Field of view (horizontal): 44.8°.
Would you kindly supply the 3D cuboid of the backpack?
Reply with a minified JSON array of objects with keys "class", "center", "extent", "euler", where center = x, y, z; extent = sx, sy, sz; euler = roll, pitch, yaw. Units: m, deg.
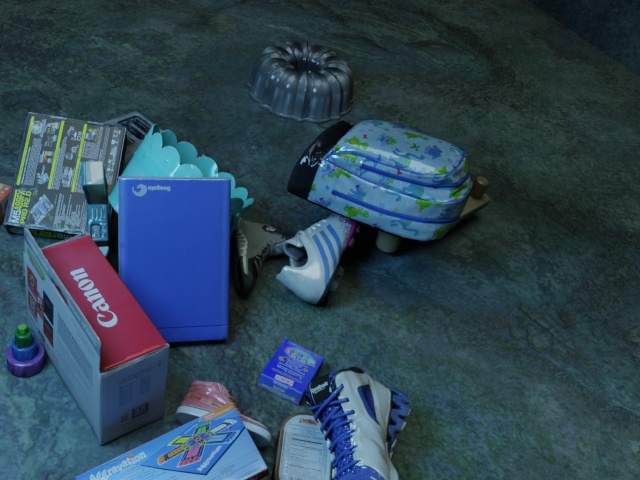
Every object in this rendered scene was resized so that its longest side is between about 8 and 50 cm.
[{"class":"backpack","center":[0.155,-0.137,1.724],"extent":[0.355,0.273,0.290],"euler":[36,30,6]}]

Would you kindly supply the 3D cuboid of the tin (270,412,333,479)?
[{"class":"tin","center":[-0.027,0.386,1.368],"extent":[0.106,0.040,0.190],"euler":[14,39,-7]}]

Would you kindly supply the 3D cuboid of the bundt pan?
[{"class":"bundt pan","center":[-0.051,-0.491,2.314],"extent":[0.331,0.124,0.331],"euler":[8,40,-6]}]

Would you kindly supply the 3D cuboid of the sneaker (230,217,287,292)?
[{"class":"sneaker","center":[-0.127,0.028,1.718],"extent":[0.132,0.086,0.229],"euler":[5,40,-15]}]

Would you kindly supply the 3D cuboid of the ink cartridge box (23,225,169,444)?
[{"class":"ink cartridge box","center":[-0.394,0.144,1.354],"extent":[0.130,0.272,0.309],"euler":[-21,53,-33]}]

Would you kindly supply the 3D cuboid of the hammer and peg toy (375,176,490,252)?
[{"class":"hammer and peg toy","center":[0.230,-0.123,1.938],"extent":[0.361,0.127,0.266],"euler":[-25,58,-41]}]

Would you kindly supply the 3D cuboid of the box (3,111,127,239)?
[{"class":"box","center":[-0.553,-0.136,1.704],"extent":[0.216,0.060,0.270],"euler":[7,71,-8]}]

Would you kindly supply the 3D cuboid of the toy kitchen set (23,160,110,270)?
[{"class":"toy kitchen set","center":[-0.518,-0.042,1.580],"extent":[0.166,0.122,0.207],"euler":[-3,72,-13]}]

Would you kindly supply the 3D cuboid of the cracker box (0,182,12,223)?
[{"class":"cracker box","center":[-0.799,-0.084,1.663],"extent":[0.232,0.067,0.156],"euler":[17,39,4]}]

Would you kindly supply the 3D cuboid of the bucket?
[{"class":"bucket","center":[-0.298,-0.094,1.651],"extent":[0.281,0.183,0.281],"euler":[39,7,-6]}]

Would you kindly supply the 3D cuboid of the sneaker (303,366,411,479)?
[{"class":"sneaker","center":[0.043,0.331,1.335],"extent":[0.182,0.127,0.315],"euler":[41,31,-14]}]

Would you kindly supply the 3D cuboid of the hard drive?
[{"class":"hard drive","center":[-0.281,0.038,1.500],"extent":[0.210,0.319,0.040],"euler":[-1,9,-17]}]

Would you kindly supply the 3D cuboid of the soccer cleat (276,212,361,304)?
[{"class":"soccer cleat","center":[0.000,0.000,1.750],"extent":[0.143,0.116,0.331],"euler":[28,41,-6]}]

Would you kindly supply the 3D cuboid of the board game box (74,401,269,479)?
[{"class":"board game box","center":[-0.241,0.384,1.264],"extent":[0.281,0.027,0.145],"euler":[-23,52,-18]}]

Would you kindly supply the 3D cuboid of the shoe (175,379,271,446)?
[{"class":"shoe","center":[-0.165,0.307,1.394],"extent":[0.178,0.063,0.081],"euler":[15,45,8]}]

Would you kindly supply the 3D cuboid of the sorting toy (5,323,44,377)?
[{"class":"sorting toy","center":[-0.636,0.235,1.295],"extent":[0.365,0.126,0.127],"euler":[-27,55,-37]}]

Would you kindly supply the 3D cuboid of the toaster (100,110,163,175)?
[{"class":"toaster","center":[-0.472,-0.215,1.878],"extent":[0.185,0.110,0.168],"euler":[37,46,25]}]

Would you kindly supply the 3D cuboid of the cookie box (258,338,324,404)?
[{"class":"cookie box","center":[-0.056,0.254,1.507],"extent":[0.092,0.040,0.107],"euler":[24,41,12]}]
